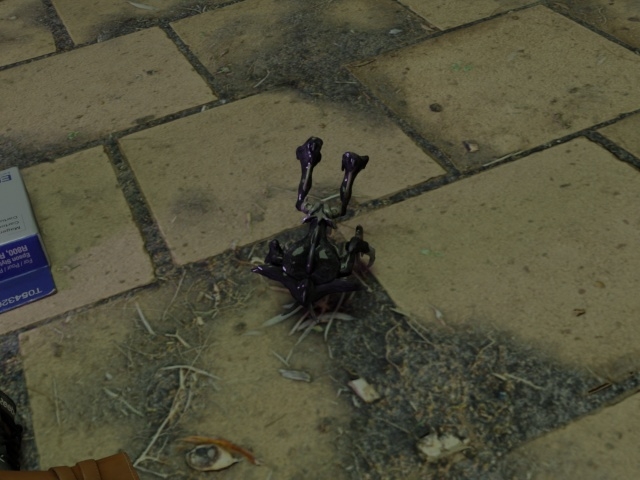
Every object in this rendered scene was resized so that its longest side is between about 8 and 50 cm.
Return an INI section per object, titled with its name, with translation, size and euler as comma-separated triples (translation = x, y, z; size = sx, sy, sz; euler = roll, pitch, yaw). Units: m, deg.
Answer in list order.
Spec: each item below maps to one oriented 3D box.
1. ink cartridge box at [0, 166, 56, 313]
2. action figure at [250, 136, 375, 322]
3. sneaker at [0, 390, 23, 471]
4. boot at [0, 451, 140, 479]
[ink cartridge box]
translation = -0.612, 0.025, 1.371
size = 0.324, 0.071, 0.330
euler = -21, 37, -15
[action figure]
translation = 0.000, 0.000, 1.219
size = 0.164, 0.141, 0.276
euler = 8, 66, 9
[sneaker]
translation = -0.399, 0.245, 1.007
size = 0.276, 0.098, 0.135
euler = 23, 50, 37
[boot]
translation = -0.296, 0.259, 0.868
size = 0.220, 0.109, 0.283
euler = -22, 73, -31
